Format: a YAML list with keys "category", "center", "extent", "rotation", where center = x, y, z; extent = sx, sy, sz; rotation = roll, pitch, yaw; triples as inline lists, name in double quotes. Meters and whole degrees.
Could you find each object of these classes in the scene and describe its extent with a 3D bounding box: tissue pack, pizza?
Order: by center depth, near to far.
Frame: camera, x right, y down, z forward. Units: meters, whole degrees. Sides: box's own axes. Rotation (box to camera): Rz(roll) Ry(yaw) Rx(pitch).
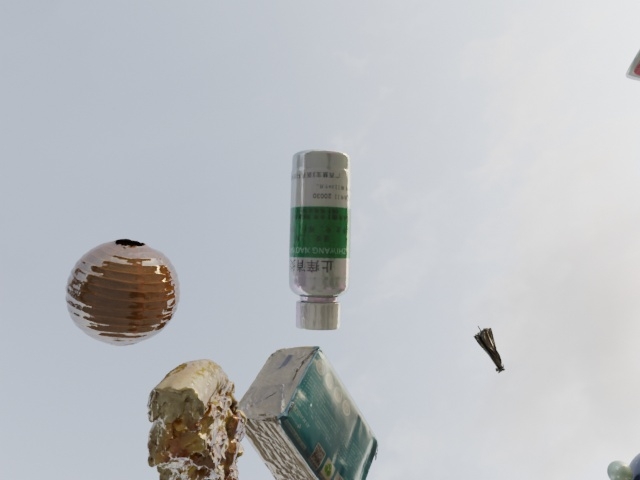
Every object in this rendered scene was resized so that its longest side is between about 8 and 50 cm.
- category: "pizza"
  center: [-0.103, 0.183, 0.478]
  extent: [0.058, 0.127, 0.247]
  rotation: [7, -49, 7]
- category: "tissue pack"
  center: [-0.021, 0.357, 0.957]
  extent: [0.271, 0.133, 0.192]
  rotation: [62, -147, -18]

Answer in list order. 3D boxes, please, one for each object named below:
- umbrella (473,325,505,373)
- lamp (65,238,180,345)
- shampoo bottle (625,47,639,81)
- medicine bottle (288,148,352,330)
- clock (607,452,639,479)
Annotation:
- category: "umbrella"
  center: [0.253, 0.161, 0.762]
  extent: [0.031, 0.020, 0.083]
  rotation: [-35, -84, -38]
- category: "lamp"
  center: [-0.245, 0.064, 0.641]
  extent: [0.136, 0.136, 0.137]
  rotation: [-6, -75, -21]
- category: "shampoo bottle"
  center: [0.583, -0.292, 0.863]
  extent: [0.043, 0.099, 0.072]
  rotation: [-22, -40, -46]
- category: "medicine bottle"
  center: [0.000, 0.000, 0.760]
  extent: [0.095, 0.095, 0.260]
  rotation: [0, -91, -22]
- category: "clock"
  center: [0.566, 0.457, 0.865]
  extent: [0.243, 0.146, 0.200]
  rotation: [-31, -102, -11]
